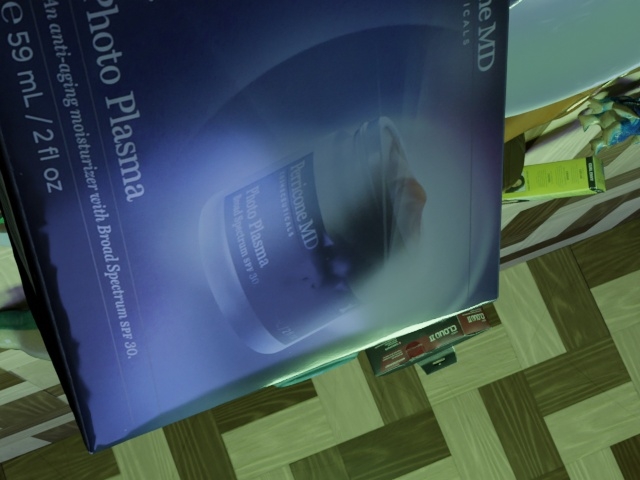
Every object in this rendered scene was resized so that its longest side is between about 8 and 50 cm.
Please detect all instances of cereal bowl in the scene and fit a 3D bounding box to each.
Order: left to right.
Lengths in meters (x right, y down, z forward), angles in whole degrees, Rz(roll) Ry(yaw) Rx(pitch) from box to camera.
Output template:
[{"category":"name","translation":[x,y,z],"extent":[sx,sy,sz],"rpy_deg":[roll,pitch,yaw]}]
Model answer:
[{"category":"cereal bowl","translation":[0.212,-0.232,0.793],"extent":[0.339,0.141,0.339],"rpy_deg":[-21,167,-5]}]

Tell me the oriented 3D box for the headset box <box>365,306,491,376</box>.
[{"category":"headset box","translation":[0.165,0.105,1.823],"extent":[0.218,0.293,0.110],"rpy_deg":[-31,165,34]}]

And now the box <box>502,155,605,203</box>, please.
[{"category":"box","translation":[0.366,-0.099,1.685],"extent":[0.232,0.058,0.087],"rpy_deg":[-7,175,27]}]

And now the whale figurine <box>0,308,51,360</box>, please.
[{"category":"whale figurine","translation":[-0.344,0.110,1.413],"extent":[0.272,0.141,0.216],"rpy_deg":[1,171,9]}]

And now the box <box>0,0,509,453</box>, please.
[{"category":"box","translation":[-0.051,-0.075,0.599],"extent":[0.294,0.183,0.296],"rpy_deg":[-19,127,-19]}]

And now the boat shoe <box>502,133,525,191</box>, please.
[{"category":"boat shoe","translation":[0.162,-0.120,1.329],"extent":[0.123,0.123,0.342],"rpy_deg":[7,-165,39]}]

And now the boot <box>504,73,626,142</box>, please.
[{"category":"boot","translation":[0.260,-0.182,1.168],"extent":[0.220,0.109,0.283],"rpy_deg":[-30,168,40]}]

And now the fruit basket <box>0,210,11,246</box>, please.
[{"category":"fruit basket","translation":[-0.142,-0.075,0.772],"extent":[0.327,0.165,0.353],"rpy_deg":[-40,152,25]}]

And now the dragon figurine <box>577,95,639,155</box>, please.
[{"category":"dragon figurine","translation":[0.503,-0.206,1.559],"extent":[0.144,0.085,0.289],"rpy_deg":[-22,169,1]}]

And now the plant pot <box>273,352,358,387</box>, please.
[{"category":"plant pot","translation":[-0.039,0.115,1.525],"extent":[0.290,0.195,0.290],"rpy_deg":[-21,169,-4]}]
